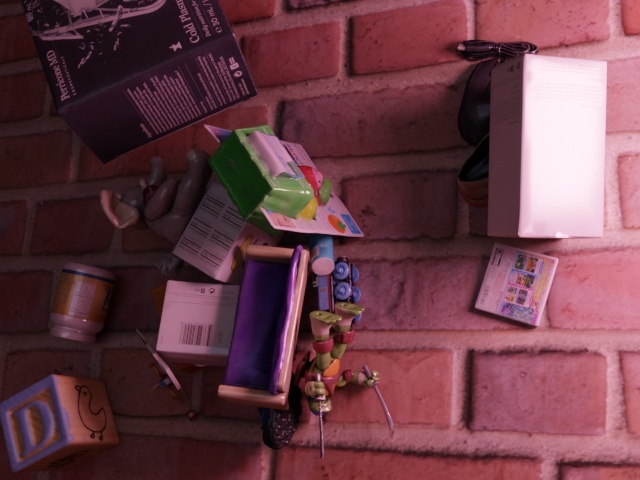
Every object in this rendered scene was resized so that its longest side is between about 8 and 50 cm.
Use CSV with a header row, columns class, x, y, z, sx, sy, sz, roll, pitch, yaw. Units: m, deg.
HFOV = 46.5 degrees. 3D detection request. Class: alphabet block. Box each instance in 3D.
class,x,y,z,sx,sy,sz,roll,pitch,yaw
alphabet block,-0.671,0.472,1.918,0.194,0.197,0.192,-27,68,15

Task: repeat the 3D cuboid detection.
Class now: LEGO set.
class,x,y,z,sx,sy,sz,roll,pitch,yaw
LEGO set,-0.382,0.349,1.826,0.060,0.244,0.182,-36,44,-18

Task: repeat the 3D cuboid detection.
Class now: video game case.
class,x,y,z,sx,sy,sz,roll,pitch,yaw
video game case,0.433,0.096,1.648,0.143,0.019,0.157,16,82,25

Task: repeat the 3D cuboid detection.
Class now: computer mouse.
class,x,y,z,sx,sy,sz,roll,pitch,yaw
computer mouse,0.392,-0.358,1.757,0.189,0.072,0.272,11,81,24

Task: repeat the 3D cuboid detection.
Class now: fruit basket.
class,x,y,z,sx,sy,sz,roll,pitch,yaw
fruit basket,-0.070,-0.145,1.744,0.165,0.353,0.327,-49,60,31

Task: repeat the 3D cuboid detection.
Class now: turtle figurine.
class,x,y,z,sx,sy,sz,roll,pitch,yaw
turtle figurine,0.056,0.290,1.643,0.198,0.275,0.266,-2,106,-17

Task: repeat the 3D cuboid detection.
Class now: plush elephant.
class,x,y,z,sx,sy,sz,roll,pitch,yaw
plush elephant,-0.397,-0.096,1.910,0.255,0.272,0.330,29,92,22

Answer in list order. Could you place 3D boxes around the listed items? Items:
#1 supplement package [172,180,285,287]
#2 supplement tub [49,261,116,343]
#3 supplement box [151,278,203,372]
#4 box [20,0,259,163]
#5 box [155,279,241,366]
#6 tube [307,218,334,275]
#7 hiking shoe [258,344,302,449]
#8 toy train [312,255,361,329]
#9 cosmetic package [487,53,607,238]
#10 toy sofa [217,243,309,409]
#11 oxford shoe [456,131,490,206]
class,x,y,z,sx,sy,sz,roll,pitch,yaw
supplement package,-0.218,-0.005,1.853,0.149,0.194,0.203,29,89,26
supplement tub,-0.646,0.169,2.017,0.144,0.144,0.199,8,80,25
supplement box,-0.354,0.217,1.918,0.080,0.078,0.233,-31,67,13
box,-0.487,-0.542,1.997,0.472,0.297,0.479,-25,67,-1
box,-0.287,0.203,1.807,0.181,0.119,0.181,4,66,1
tube,0.000,0.000,1.800,0.080,0.052,0.207,-21,35,12
hiking shoe,-0.124,0.347,1.780,0.132,0.113,0.303,-15,61,27
toy train,0.037,0.129,1.777,0.105,0.080,0.184,-12,71,28
cosmetic package,0.467,-0.185,1.549,0.197,0.155,0.365,3,91,-14
toy sofa,-0.123,0.186,1.675,0.150,0.177,0.362,7,66,5
oxford shoe,0.444,-0.221,1.664,0.348,0.130,0.123,-48,63,5
